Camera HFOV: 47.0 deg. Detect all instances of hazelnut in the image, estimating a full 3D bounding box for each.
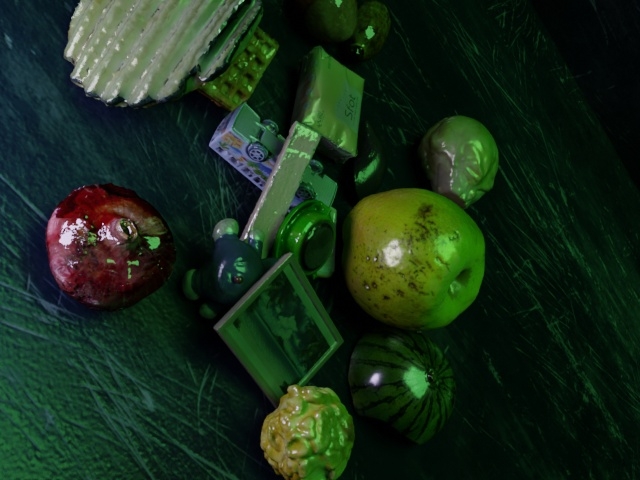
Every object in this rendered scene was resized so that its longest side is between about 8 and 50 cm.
[{"bbox_3d":[0.011,-0.675,2.124,0.214,0.176,0.214,55,6,-9],"label":"hazelnut"}]

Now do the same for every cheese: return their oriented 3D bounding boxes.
[{"bbox_3d":[-0.109,-0.084,1.715,0.085,0.034,0.400,28,86,-28],"label":"cheese"}]

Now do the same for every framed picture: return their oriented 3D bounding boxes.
[{"bbox_3d":[-0.080,0.206,1.619,0.232,0.024,0.315,-47,131,-20],"label":"framed picture"}]

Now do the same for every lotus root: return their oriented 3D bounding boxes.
[{"bbox_3d":[0.139,-0.634,2.248,0.145,0.128,0.260,82,22,-47],"label":"lotus root"}]

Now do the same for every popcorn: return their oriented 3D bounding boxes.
[{"bbox_3d":[-0.021,0.422,1.609,0.216,0.181,0.235,-7,89,-46],"label":"popcorn"}]

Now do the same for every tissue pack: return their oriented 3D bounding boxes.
[{"bbox_3d":[0.016,-0.369,2.030,0.215,0.123,0.257,26,64,-38],"label":"tissue pack"}]

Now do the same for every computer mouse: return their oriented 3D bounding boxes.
[{"bbox_3d":[0.148,-0.226,2.098,0.147,0.088,0.264,55,31,-58],"label":"computer mouse"},{"bbox_3d":[-0.001,0.000,1.907,0.102,0.044,0.199,12,72,-34],"label":"computer mouse"}]

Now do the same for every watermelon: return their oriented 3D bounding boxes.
[{"bbox_3d":[0.247,0.365,1.913,0.330,0.189,0.331,15,68,-44],"label":"watermelon"}]

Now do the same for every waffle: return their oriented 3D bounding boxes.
[{"bbox_3d":[-0.253,-0.453,1.699,0.308,0.091,0.213,30,91,-53],"label":"waffle"}]

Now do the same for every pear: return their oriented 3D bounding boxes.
[{"bbox_3d":[0.222,0.041,1.891,0.391,0.391,0.391,20,60,-39],"label":"pear"}]

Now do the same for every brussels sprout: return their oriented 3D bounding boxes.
[{"bbox_3d":[0.435,-0.255,2.327,0.317,0.242,0.274,-52,134,-49],"label":"brussels sprout"}]

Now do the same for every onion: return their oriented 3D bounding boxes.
[{"bbox_3d":[-0.389,0.009,1.394,0.252,0.219,0.252,14,64,-31],"label":"onion"}]

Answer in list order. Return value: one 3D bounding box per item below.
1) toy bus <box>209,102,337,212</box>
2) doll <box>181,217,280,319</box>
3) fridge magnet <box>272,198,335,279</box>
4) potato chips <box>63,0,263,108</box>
[{"bbox_3d":[-0.113,-0.183,1.809,0.329,0.136,0.109,40,48,-26],"label":"toy bus"},{"bbox_3d":[-0.158,0.097,1.631,0.258,0.154,0.228,39,79,-46],"label":"doll"},{"bbox_3d":[-0.036,0.003,1.764,0.208,0.088,0.208,-32,135,-40],"label":"fridge magnet"},{"bbox_3d":[-0.335,-0.456,1.532,0.358,0.429,0.070,35,0,7],"label":"potato chips"}]
